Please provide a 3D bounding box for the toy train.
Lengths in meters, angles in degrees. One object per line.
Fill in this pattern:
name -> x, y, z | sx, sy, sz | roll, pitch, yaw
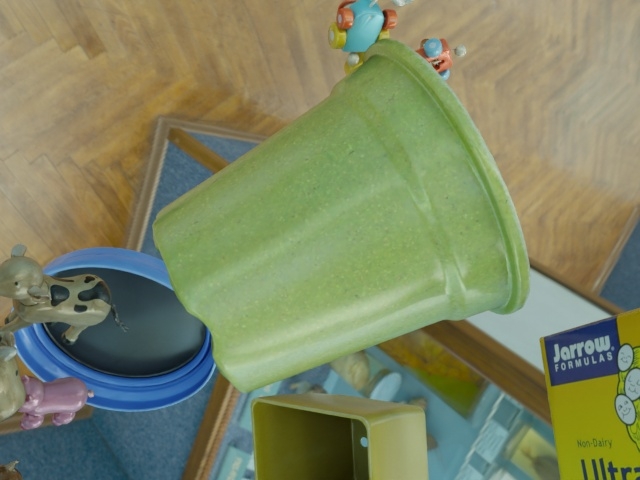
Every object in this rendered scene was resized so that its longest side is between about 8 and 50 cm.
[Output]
toy train -> 0.074, -0.211, 0.655 | 0.125, 0.046, 0.166 | -25, 153, 15

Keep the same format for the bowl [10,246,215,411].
bowl -> -0.390, 0.178, 1.234 | 0.391, 0.077, 0.391 | 0, 126, 0

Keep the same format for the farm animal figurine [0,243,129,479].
farm animal figurine -> -0.360, 0.104, 0.629 | 0.327, 0.330, 0.172 | 38, 124, -23

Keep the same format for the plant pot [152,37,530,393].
plant pot -> 0.000, 0.000, 0.578 | 0.254, 0.276, 0.276 | -27, 137, -4

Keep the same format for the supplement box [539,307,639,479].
supplement box -> 0.330, 0.232, 0.488 | 0.195, 0.356, 0.194 | 4, 159, -18

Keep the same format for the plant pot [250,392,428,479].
plant pot -> 0.045, 0.322, 0.910 | 0.187, 0.212, 0.212 | -4, 90, -48
